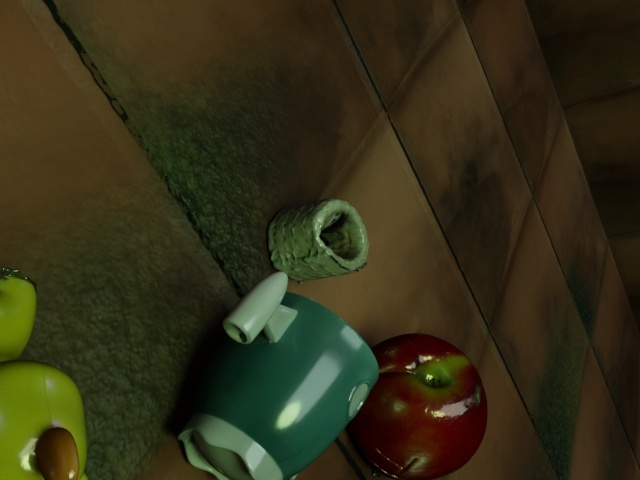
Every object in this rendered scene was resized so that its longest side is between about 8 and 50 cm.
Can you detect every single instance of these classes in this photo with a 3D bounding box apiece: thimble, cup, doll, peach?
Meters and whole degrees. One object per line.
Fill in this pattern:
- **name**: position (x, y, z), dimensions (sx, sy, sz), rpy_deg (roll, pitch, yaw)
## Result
- **thimble**: position (0.000, 0.000, 0.853), dimensions (0.115, 0.090, 0.102), rpy_deg (-22, 99, -55)
- **cup**: position (-0.051, 0.166, 0.685), dimensions (0.173, 0.168, 0.299), rpy_deg (-52, 148, -36)
- **doll**: position (-0.218, 0.117, 0.435), dimensions (0.135, 0.143, 0.220), rpy_deg (24, 29, -52)
- **peach**: position (0.126, 0.239, 0.934), dimensions (0.196, 0.226, 0.189), rpy_deg (-12, 54, -22)
